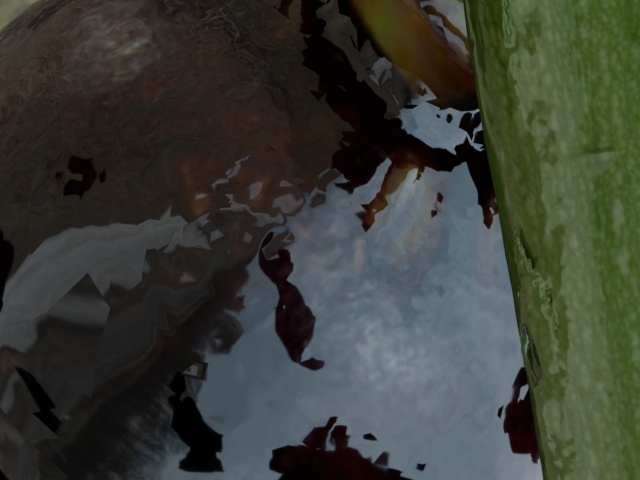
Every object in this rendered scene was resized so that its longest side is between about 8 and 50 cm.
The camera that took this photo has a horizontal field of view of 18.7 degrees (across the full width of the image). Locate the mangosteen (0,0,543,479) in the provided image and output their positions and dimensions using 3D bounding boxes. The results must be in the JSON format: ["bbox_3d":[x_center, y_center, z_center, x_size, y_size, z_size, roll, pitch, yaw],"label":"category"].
[{"bbox_3d":[0.000,0.000,0.792,0.347,0.307,0.307,-39,175,8],"label":"mangosteen"}]

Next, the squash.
[{"bbox_3d":[0.070,0.013,0.371,0.069,0.239,0.069,-9,180,0],"label":"squash"}]
